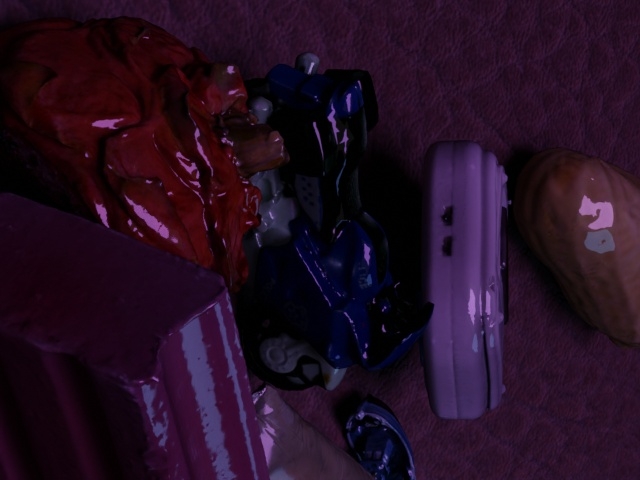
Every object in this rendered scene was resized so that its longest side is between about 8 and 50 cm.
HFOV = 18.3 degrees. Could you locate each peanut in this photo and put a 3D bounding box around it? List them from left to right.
[{"bbox_3d":[0.325,0.007,2.230,0.319,0.147,0.147,50,61,-40],"label":"peanut"}]

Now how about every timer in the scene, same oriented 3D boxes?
[{"bbox_3d":[0.143,0.040,1.962,0.262,0.087,0.237,79,14,-61],"label":"timer"}]

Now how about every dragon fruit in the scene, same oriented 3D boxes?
[{"bbox_3d":[-0.123,-0.068,1.560,0.205,0.152,0.317,-44,109,-21],"label":"dragon fruit"}]

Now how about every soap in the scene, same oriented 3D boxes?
[{"bbox_3d":[-0.167,0.152,1.549,0.128,0.233,0.359,-50,148,-33],"label":"soap"}]

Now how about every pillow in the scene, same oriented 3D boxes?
[{"bbox_3d":[-0.031,0.273,1.918,0.185,0.075,0.302,-56,136,-11],"label":"pillow"}]

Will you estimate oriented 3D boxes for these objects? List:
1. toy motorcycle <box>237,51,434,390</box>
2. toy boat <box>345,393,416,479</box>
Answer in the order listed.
[{"bbox_3d":[0.000,0.000,1.790,0.125,0.196,0.331,-50,141,-54],"label":"toy motorcycle"},{"bbox_3d":[0.060,0.216,2.025,0.061,0.060,0.137,-68,148,-47],"label":"toy boat"}]
